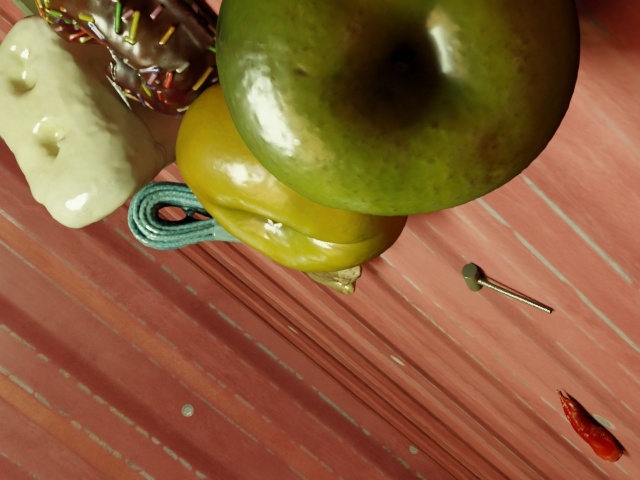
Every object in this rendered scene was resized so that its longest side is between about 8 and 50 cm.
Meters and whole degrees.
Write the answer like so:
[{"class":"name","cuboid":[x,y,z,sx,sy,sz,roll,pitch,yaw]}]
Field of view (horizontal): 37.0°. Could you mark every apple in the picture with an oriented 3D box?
[{"class":"apple","cuboid":[0.040,-0.108,0.533,0.196,0.196,0.157,40,-173,-12]}]

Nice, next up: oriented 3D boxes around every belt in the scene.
[{"class":"belt","cuboid":[-0.085,-0.015,1.184,0.302,0.087,0.072,7,166,-2]}]

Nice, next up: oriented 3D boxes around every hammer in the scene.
[{"class":"hammer","cuboid":[0.206,0.059,1.060,0.110,0.019,0.035,26,163,35]}]

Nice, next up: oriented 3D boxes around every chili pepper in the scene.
[{"class":"chili pepper","cuboid":[0.368,0.259,1.313,0.178,0.027,0.045,47,165,-31]}]

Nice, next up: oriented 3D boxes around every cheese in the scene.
[{"class":"cheese","cuboid":[-0.257,-0.121,1.163,0.248,0.173,0.251,11,-138,-56]}]

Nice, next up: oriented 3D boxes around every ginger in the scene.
[{"class":"ginger","cuboid":[0.004,0.003,1.309,0.137,0.074,0.213,34,161,18]}]

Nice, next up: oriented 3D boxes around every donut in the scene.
[{"class":"donut","cuboid":[-0.196,-0.215,1.006,0.216,0.096,0.230,27,163,41]}]

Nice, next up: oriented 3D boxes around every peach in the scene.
[{"class":"peach","cuboid":[-0.028,-0.065,0.990,0.251,0.153,0.251,20,164,6]}]

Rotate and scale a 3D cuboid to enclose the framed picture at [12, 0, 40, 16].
[{"class":"framed picture","cuboid":[-0.315,-0.250,1.393,0.240,0.020,0.324,28,165,38]}]
